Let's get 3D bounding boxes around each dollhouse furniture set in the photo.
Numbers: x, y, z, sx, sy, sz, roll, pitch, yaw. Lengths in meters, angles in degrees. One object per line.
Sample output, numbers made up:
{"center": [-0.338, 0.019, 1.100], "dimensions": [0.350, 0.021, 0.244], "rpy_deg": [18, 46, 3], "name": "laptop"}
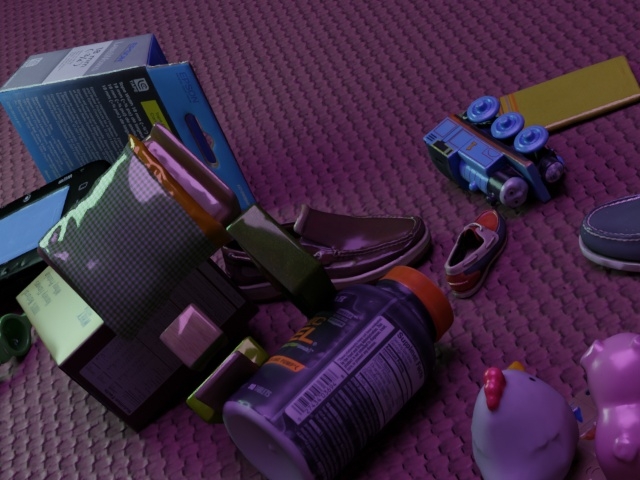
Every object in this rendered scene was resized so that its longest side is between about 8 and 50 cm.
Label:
{"center": [-0.157, 0.016, 1.466], "dimensions": [0.301, 0.151, 0.197], "rpy_deg": [42, 86, 18], "name": "dollhouse furniture set"}

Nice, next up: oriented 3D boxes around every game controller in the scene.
{"center": [-0.408, -0.002, 1.955], "dimensions": [0.319, 0.067, 0.166], "rpy_deg": [-23, 49, 28], "name": "game controller"}

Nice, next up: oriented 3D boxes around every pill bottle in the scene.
{"center": [0.028, 0.132, 1.436], "dimensions": [0.245, 0.130, 0.130], "rpy_deg": [-43, 34, -26], "name": "pill bottle"}

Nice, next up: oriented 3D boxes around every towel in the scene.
{"center": [0.282, -0.163, 1.794], "dimensions": [0.237, 0.021, 0.102], "rpy_deg": [-19, 37, 10], "name": "towel"}

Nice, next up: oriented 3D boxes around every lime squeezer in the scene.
{"center": [-0.425, 0.144, 1.850], "dimensions": [0.310, 0.059, 0.110], "rpy_deg": [-42, 4, -21], "name": "lime squeezer"}

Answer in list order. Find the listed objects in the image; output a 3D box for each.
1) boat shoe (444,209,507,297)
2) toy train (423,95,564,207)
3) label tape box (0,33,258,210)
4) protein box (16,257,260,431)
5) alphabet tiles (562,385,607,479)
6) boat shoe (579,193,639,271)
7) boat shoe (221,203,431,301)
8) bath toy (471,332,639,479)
{"center": [0.173, 0.006, 1.599], "dimensions": [0.049, 0.043, 0.137], "rpy_deg": [-6, 35, 34], "name": "boat shoe"}
{"center": [0.208, -0.099, 1.692], "dimensions": [0.105, 0.080, 0.184], "rpy_deg": [-41, 40, -6], "name": "toy train"}
{"center": [-0.245, -0.150, 1.956], "dimensions": [0.333, 0.240, 0.106], "rpy_deg": [-5, 36, 31], "name": "label tape box"}
{"center": [-0.216, 0.075, 1.661], "dimensions": [0.201, 0.136, 0.200], "rpy_deg": [-44, 33, -4], "name": "protein box"}
{"center": [0.291, 0.181, 1.283], "dimensions": [0.237, 0.009, 0.198], "rpy_deg": [-35, 32, -15], "name": "alphabet tiles"}
{"center": [0.408, -0.044, 1.441], "dimensions": [0.319, 0.099, 0.116], "rpy_deg": [-7, 36, 29], "name": "boat shoe"}
{"center": [-0.001, 0.005, 1.679], "dimensions": [0.257, 0.095, 0.095], "rpy_deg": [-15, 33, 19], "name": "boat shoe"}
{"center": [0.287, 0.134, 1.224], "dimensions": [0.348, 0.129, 0.151], "rpy_deg": [-11, 35, 25], "name": "bath toy"}
